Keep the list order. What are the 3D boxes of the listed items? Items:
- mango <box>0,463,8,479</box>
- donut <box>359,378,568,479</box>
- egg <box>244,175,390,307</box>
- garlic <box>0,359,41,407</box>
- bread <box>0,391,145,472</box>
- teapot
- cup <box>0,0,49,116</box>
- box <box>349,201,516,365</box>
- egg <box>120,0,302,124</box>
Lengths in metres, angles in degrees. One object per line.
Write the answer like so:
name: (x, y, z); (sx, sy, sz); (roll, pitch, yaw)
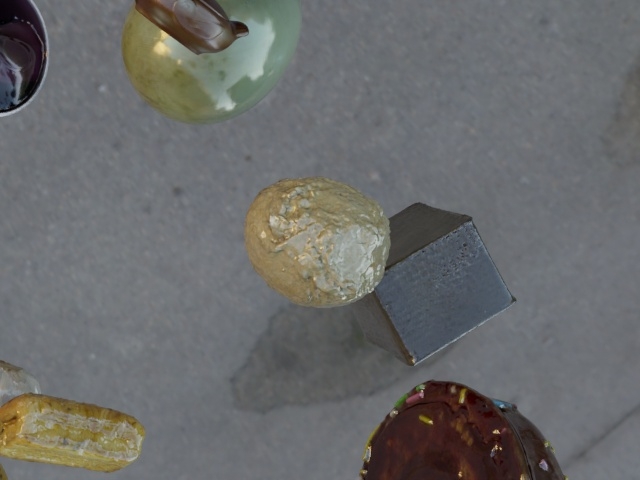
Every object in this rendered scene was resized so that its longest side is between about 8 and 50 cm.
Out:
mango: (-0.288, 0.189, 1.005); (0.101, 0.187, 0.066); (-22, 145, -12)
donut: (0.119, 0.236, 1.121); (0.089, 0.235, 0.235); (9, 122, -33)
egg: (0.000, 0.000, 1.135); (0.140, 0.118, 0.116); (20, 156, -38)
garlic: (-0.464, 0.231, 1.971); (0.113, 0.074, 0.094); (18, 89, -37)
bread: (-0.359, 0.276, 1.897); (0.211, 0.083, 0.114); (20, 145, -35)
teapot: (-0.128, -0.238, 1.334); (0.129, 0.098, 0.078); (34, 97, -33)
cup: (-0.584, -0.250, 1.999); (0.208, 0.273, 0.288); (46, 51, -42)
box: (0.130, 0.057, 1.879); (0.184, 0.273, 0.143); (-30, 100, -8)
egg: (-0.141, -0.286, 1.836); (0.295, 0.218, 0.218); (-43, 147, -34)
